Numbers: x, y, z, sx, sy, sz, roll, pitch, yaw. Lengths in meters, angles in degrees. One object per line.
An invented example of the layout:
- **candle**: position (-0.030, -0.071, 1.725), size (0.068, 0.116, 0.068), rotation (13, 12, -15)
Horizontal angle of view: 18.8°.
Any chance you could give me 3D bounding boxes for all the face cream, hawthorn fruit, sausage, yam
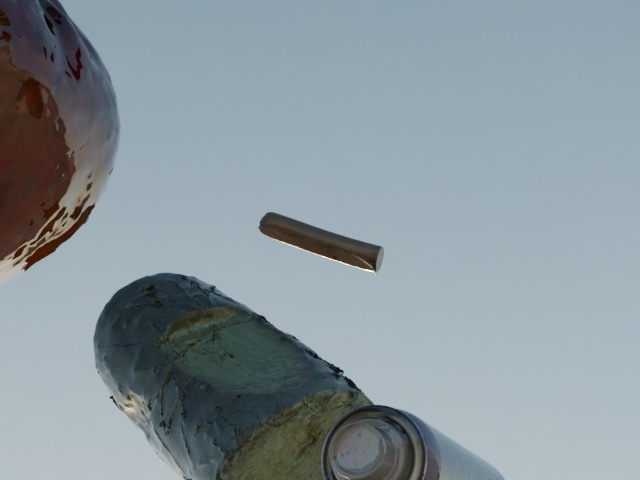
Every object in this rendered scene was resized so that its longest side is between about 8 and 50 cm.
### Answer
- **face cream**: position (0.061, 0.155, 1.253), size (0.075, 0.075, 0.229), rotation (-29, -25, 10)
- **hawthorn fruit**: position (-0.270, -0.047, 1.041), size (0.300, 0.254, 0.254), rotation (-43, -38, 3)
- **sausage**: position (0.000, 0.000, 1.717), size (0.116, 0.026, 0.026), rotation (19, -35, 14)
- **yam**: position (-0.063, 0.126, 1.462), size (0.154, 0.254, 0.154), rotation (-12, -66, -29)
